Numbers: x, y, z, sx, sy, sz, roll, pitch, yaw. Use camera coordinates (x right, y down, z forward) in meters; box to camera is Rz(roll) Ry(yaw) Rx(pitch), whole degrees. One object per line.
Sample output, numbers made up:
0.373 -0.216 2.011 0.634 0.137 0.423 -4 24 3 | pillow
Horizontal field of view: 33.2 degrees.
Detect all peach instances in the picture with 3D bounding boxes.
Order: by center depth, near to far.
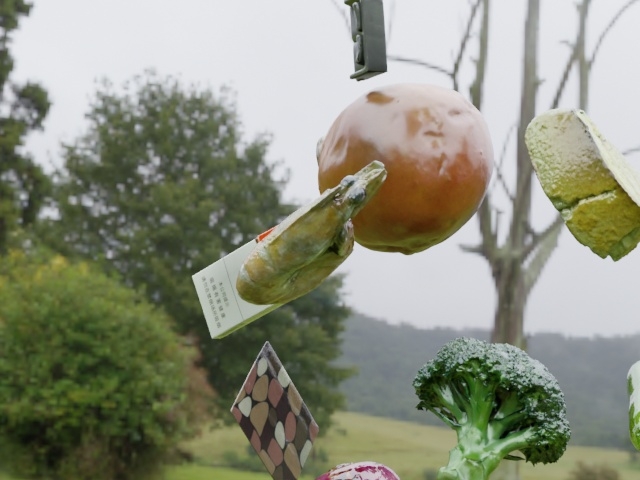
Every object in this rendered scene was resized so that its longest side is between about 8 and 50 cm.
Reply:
0.155 -0.124 2.007 0.343 0.301 0.343 -3 -11 -1 | peach

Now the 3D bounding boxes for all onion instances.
0.052 0.424 1.696 0.153 0.177 0.177 41 1 19 | onion

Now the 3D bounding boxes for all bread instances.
0.429 -0.096 1.694 0.124 0.257 0.186 -42 -20 24 | bread

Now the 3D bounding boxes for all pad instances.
-0.071 0.300 1.788 0.003 0.158 0.235 -4 -50 30 | pad

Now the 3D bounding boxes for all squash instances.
0.505 0.248 1.619 0.082 0.082 0.292 0 13 15 | squash

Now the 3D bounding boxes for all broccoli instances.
0.286 0.307 1.859 0.297 0.297 0.297 23 -38 19 | broccoli

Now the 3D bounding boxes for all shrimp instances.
0.000 0.000 1.583 0.317 0.077 0.168 -41 -29 27 | shrimp

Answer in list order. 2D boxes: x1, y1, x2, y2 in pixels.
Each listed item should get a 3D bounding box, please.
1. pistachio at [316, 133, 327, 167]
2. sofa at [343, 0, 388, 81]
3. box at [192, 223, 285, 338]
0.057 -0.150 2.317 0.126 0.185 0.108 -36 1 -44 | pistachio
0.071 -0.365 1.927 0.060 0.147 0.085 -3 -2 -31 | sofa
-0.131 0.078 2.029 0.245 0.139 0.035 -29 -19 30 | box
